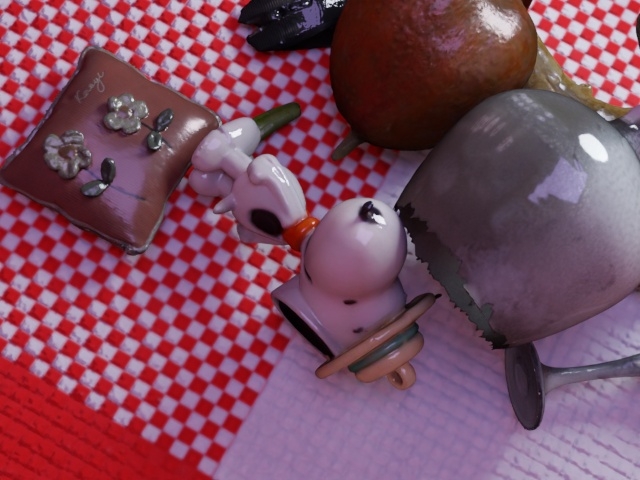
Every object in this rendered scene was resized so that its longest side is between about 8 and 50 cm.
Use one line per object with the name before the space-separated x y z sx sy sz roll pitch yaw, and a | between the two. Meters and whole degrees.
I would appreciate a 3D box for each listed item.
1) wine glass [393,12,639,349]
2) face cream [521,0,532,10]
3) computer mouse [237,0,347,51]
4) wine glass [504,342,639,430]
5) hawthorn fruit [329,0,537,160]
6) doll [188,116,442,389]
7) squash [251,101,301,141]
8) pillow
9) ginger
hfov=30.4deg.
wine glass | 0.242 -0.054 1.089 0.323 0.238 0.238 -38 79 -2
face cream | 0.136 -0.321 1.283 0.214 0.096 0.096 19 70 -1
computer mouse | -0.021 -0.245 1.264 0.135 0.047 0.079 -17 73 -10
wine glass | 0.358 0.194 1.129 0.309 0.096 0.264 -6 67 -10
hawthorn fruit | 0.093 -0.178 1.193 0.199 0.199 0.251 42 89 8
doll | -0.007 0.010 1.141 0.144 0.208 0.271 -29 41 -34
squash | -0.058 -0.120 1.229 0.089 0.027 0.027 -36 79 -19
pillow | -0.207 -0.094 1.175 0.171 0.075 0.179 29 69 4
ginger | 0.298 -0.101 1.243 0.148 0.081 0.334 -39 79 -1
